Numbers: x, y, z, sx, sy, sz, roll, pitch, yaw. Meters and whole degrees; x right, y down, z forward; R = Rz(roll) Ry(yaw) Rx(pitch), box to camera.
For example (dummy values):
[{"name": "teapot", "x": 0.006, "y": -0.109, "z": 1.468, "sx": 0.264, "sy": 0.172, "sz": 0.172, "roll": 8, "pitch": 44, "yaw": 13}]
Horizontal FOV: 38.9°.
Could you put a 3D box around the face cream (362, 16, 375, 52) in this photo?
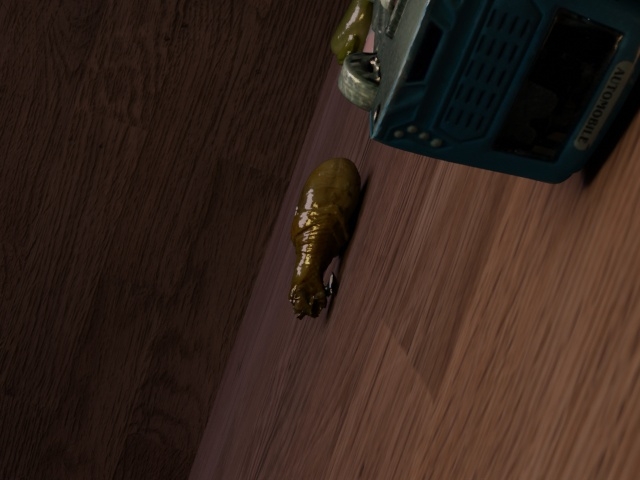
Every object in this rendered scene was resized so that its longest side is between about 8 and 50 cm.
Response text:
[{"name": "face cream", "x": 0.106, "y": -0.327, "z": 1.300, "sx": 0.084, "sy": 0.057, "sz": 0.198, "roll": 132, "pitch": 154, "yaw": -76}]

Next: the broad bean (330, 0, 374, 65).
[{"name": "broad bean", "x": 0.075, "y": -0.414, "z": 1.717, "sx": 0.124, "sy": 0.082, "sz": 0.175, "roll": -83, "pitch": 12, "yaw": -72}]

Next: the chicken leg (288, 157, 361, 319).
[{"name": "chicken leg", "x": 0.000, "y": 0.000, "z": 1.178, "sx": 0.103, "sy": 0.088, "sz": 0.228, "roll": 150, "pitch": 133, "yaw": -66}]

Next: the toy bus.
[{"name": "toy bus", "x": 0.091, "y": -0.143, "z": 0.493, "sx": 0.246, "sy": 0.134, "sz": 0.114, "roll": -81, "pitch": 9, "yaw": -54}]
